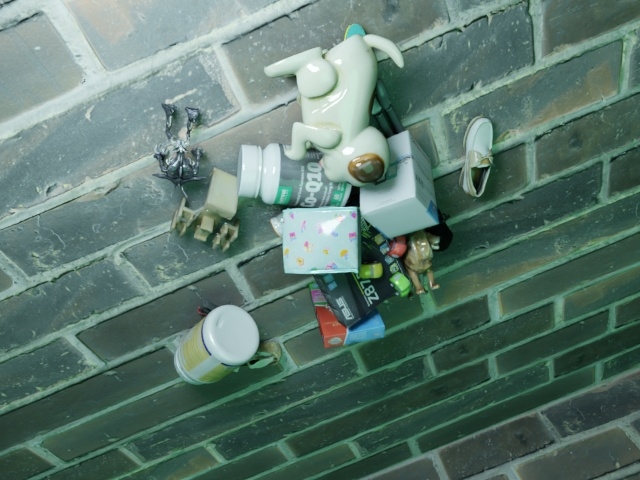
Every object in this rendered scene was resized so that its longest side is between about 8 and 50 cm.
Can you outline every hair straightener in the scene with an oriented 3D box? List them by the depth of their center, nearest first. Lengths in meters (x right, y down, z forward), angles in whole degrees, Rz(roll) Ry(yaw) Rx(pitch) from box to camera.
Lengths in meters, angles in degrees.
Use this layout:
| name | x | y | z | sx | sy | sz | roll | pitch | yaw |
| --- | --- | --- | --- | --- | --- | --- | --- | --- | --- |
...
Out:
| name | x | y | z | sx | sy | sz | roll | pitch | yaw |
| --- | --- | --- | --- | --- | --- | --- | --- | --- | --- |
| hair straightener | -0.393 | 0.302 | 1.862 | 0.230 | 0.047 | 0.089 | 30 | 112 | -30 |

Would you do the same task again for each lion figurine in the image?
| name | x | y | z | sx | sy | sz | roll | pitch | yaw |
| --- | --- | --- | --- | --- | --- | --- | --- | --- | --- |
| lion figurine | 0.384 | 0.103 | 1.812 | 0.142 | 0.241 | 0.392 | -15 | 167 | -11 |

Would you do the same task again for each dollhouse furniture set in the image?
| name | x | y | z | sx | sy | sz | roll | pitch | yaw |
| --- | --- | --- | --- | --- | --- | --- | --- | --- | --- |
| dollhouse furniture set | -0.381 | -0.108 | 1.559 | 0.212 | 0.161 | 0.242 | 22 | 138 | -26 |

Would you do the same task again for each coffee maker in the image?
| name | x | y | z | sx | sy | sz | roll | pitch | yaw |
| --- | --- | --- | --- | --- | --- | --- | --- | --- | --- |
| coffee maker | 0.455 | -0.040 | 1.767 | 0.120 | 0.171 | 0.178 | -44 | 126 | -3 |

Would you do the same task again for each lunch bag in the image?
| name | x | y | z | sx | sy | sz | roll | pitch | yaw |
| --- | --- | --- | --- | --- | --- | --- | --- | --- | --- |
| lunch bag | 0.000 | 0.000 | 1.456 | 0.261 | 0.160 | 0.224 | -1 | 92 | 11 |

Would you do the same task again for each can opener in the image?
| name | x | y | z | sx | sy | sz | roll | pitch | yaw |
| --- | --- | --- | --- | --- | --- | --- | --- | --- | --- |
| can opener | 0.222 | -0.421 | 1.503 | 0.074 | 0.093 | 0.280 | -31 | 130 | 9 |

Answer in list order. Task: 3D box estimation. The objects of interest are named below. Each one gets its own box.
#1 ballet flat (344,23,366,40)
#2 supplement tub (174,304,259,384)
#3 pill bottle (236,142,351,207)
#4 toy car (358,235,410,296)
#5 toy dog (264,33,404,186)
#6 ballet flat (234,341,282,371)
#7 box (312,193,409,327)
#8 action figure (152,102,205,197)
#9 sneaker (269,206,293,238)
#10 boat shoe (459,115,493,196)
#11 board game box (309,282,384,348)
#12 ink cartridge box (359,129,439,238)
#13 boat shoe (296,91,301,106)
| name | x | y | z | sx | sy | sz | roll | pitch | yaw |
| --- | --- | --- | --- | --- | --- | --- | --- | --- | --- |
| ballet flat | 0.119 | -0.546 | 1.384 | 0.077 | 0.077 | 0.231 | -14 | 96 | -4 |
| supplement tub | -0.424 | 0.429 | 1.785 | 0.240 | 0.241 | 0.331 | 28 | 133 | -28 |
| pill bottle | -0.091 | -0.215 | 1.488 | 0.360 | 0.204 | 0.204 | 3 | 123 | -16 |
| toy car | 0.276 | 0.118 | 1.646 | 0.239 | 0.053 | 0.225 | -40 | 108 | -17 |
| toy dog | 0.071 | -0.357 | 1.308 | 0.394 | 0.285 | 0.409 | -18 | 108 | 4 |
| ballet flat | -0.344 | 0.531 | 1.990 | 0.347 | 0.123 | 0.123 | -6 | 125 | -10 |
| box | 0.120 | 0.071 | 1.654 | 0.318 | 0.097 | 0.395 | -32 | 106 | -17 |
| action figure | -0.442 | -0.282 | 1.399 | 0.163 | 0.141 | 0.276 | 3 | 107 | -18 |
| sneaker | -0.067 | -0.023 | 1.696 | 0.121 | 0.099 | 0.262 | -40 | 125 | 9 |
| boat shoe | 0.598 | -0.308 | 1.660 | 0.113 | 0.103 | 0.303 | -11 | 125 | -7 |
| board game box | 0.099 | 0.280 | 1.805 | 0.241 | 0.317 | 0.064 | -9 | 126 | -9 |
| ink cartridge box | 0.262 | -0.185 | 1.505 | 0.197 | 0.270 | 0.198 | -18 | 145 | 31 |
| boat shoe | 0.006 | -0.420 | 1.453 | 0.189 | 0.072 | 0.068 | 29 | 113 | -29 |
